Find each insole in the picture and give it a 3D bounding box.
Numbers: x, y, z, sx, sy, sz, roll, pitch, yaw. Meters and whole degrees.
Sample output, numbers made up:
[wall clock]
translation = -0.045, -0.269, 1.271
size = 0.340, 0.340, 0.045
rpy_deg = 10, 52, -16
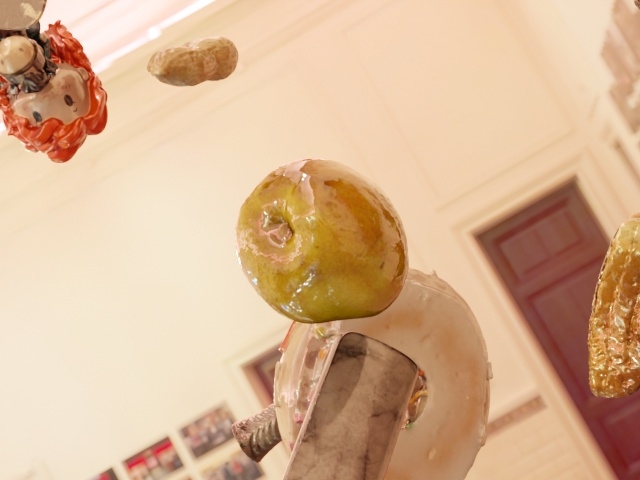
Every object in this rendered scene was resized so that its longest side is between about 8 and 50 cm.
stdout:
[insole]
translation = -0.433, -0.287, 1.528
size = 0.247, 0.081, 0.011
rpy_deg = 7, -16, 26

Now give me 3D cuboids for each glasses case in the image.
[glasses case]
translation = 0.023, 0.254, 1.458
size = 0.060, 0.114, 0.299
rpy_deg = 124, 169, -58

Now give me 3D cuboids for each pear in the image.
[pear]
translation = 0.000, 0.000, 1.407
size = 0.200, 0.200, 0.200
rpy_deg = -29, -7, -4

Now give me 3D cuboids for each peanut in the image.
[peanut]
translation = -0.244, -0.346, 2.441
size = 0.228, 0.104, 0.086
rpy_deg = -28, -46, -52

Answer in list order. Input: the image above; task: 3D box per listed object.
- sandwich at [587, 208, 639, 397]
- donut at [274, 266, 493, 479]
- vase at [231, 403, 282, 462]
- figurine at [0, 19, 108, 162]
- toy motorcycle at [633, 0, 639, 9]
[sandwich]
translation = 0.412, 0.075, 1.653
size = 0.087, 0.226, 0.251
rpy_deg = 14, 11, 17
[donut]
translation = 0.087, 0.222, 1.843
size = 0.382, 0.383, 0.142
rpy_deg = -24, 13, -34
[vase]
translation = -0.031, 0.274, 2.090
size = 0.237, 0.115, 0.115
rpy_deg = -36, -8, 9
[figurine]
translation = -0.595, -0.358, 2.580
size = 0.241, 0.306, 0.412
rpy_deg = -39, -27, -12
[toy motorcycle]
translation = 0.603, -0.227, 1.904
size = 0.207, 0.401, 0.134
rpy_deg = -39, 22, -12
